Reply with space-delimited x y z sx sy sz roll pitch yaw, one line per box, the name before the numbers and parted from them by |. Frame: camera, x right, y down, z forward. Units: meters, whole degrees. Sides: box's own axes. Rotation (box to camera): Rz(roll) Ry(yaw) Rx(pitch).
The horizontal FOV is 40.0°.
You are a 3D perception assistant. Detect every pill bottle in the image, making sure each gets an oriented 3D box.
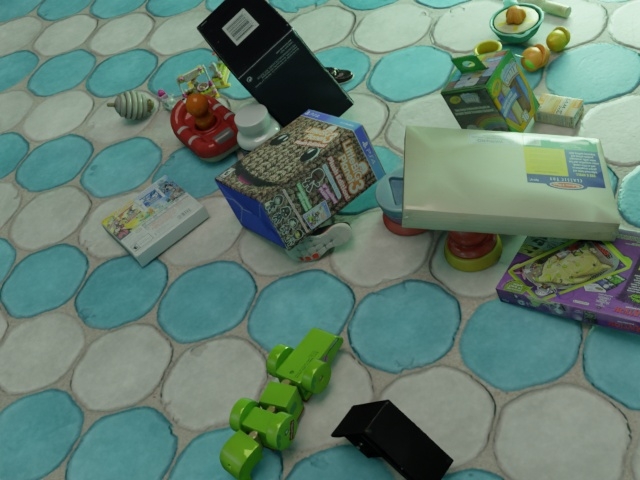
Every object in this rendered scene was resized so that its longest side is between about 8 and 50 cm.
pill bottle | -0.139 -0.232 2.097 0.108 0.180 0.108 -11 47 12

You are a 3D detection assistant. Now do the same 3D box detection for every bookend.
bookend | 0.120 0.357 1.521 0.072 0.156 0.157 -49 7 -24

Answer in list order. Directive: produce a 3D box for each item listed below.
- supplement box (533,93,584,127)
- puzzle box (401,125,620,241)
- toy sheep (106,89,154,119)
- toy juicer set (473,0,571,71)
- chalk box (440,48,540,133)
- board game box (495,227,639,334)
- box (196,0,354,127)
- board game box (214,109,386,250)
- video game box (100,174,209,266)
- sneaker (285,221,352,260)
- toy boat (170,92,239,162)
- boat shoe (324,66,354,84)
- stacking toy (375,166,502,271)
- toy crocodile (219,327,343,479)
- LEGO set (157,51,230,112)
supplement box | 0.543 -0.297 2.004 0.098 0.036 0.062 16 57 31
puzzle box | 0.367 -0.117 1.745 0.409 0.052 0.272 5 43 3
toy sheep | -0.527 -0.376 2.439 0.132 0.091 0.091 -8 41 -22
toy juicer set | 0.528 -0.547 2.203 0.209 0.089 0.329 10 53 28
chalk box | 0.369 -0.335 1.961 0.132 0.213 0.132 2 47 47
board game box | 0.529 0.063 1.644 0.347 0.056 0.208 14 51 39
box | -0.112 -0.431 2.173 0.183 0.294 0.296 -42 45 6
board game box | -0.047 -0.143 1.968 0.291 0.141 0.232 -39 32 -17
video game box | -0.402 -0.051 2.122 0.205 0.048 0.187 -39 49 -16
sneaker | 0.000 0.000 1.933 0.158 0.061 0.065 -17 14 14
toy boat | -0.301 -0.314 2.253 0.151 0.151 0.231 -37 47 -15
boat shoe | 0.027 -0.441 2.328 0.125 0.038 0.046 7 52 26
stacking toy | 0.285 -0.108 1.862 0.309 0.130 0.279 27 63 37
toy crocodile | -0.067 0.300 1.649 0.115 0.105 0.340 13 50 30
LEGO set | -0.324 -0.470 2.436 0.132 0.107 0.287 27 63 37
